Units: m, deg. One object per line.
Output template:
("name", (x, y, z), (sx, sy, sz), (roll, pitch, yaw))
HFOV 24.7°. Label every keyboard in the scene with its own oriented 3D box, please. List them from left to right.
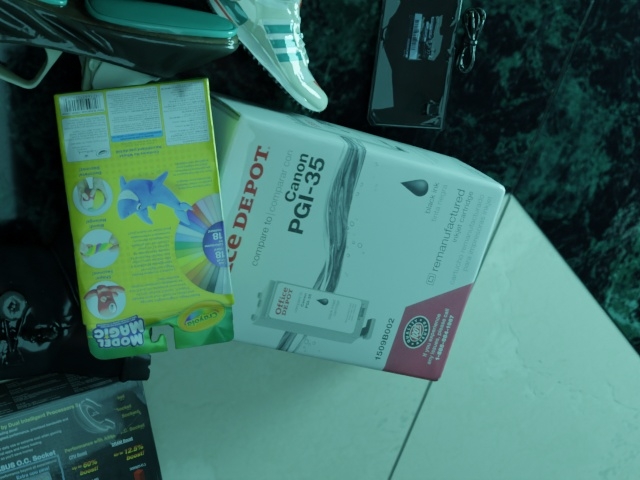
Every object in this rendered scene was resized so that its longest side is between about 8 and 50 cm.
("keyboard", (0.104, -0.195, 1.399), (0.108, 0.023, 0.180), (3, 107, -17))

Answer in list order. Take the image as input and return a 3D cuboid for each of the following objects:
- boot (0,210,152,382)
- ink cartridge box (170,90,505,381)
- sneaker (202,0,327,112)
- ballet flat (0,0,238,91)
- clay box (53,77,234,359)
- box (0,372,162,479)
("boot", (-0.249, 0.008, 1.274), (0.207, 0.094, 0.246), (2, 94, -14))
("ink cartridge box", (0.000, 0.000, 1.364), (0.283, 0.117, 0.207), (13, 102, -26))
("sneaker", (-0.032, -0.187, 1.323), (0.075, 0.057, 0.161), (-43, 115, 2))
("ballet flat", (-0.213, -0.172, 1.242), (0.280, 0.095, 0.096), (12, 112, -15))
("clay box", (-0.145, -0.019, 1.219), (0.127, 0.053, 0.222), (-7, 98, -9))
("box", (-0.296, 0.260, 1.348), (0.307, 0.076, 0.242), (-16, 112, -17))
